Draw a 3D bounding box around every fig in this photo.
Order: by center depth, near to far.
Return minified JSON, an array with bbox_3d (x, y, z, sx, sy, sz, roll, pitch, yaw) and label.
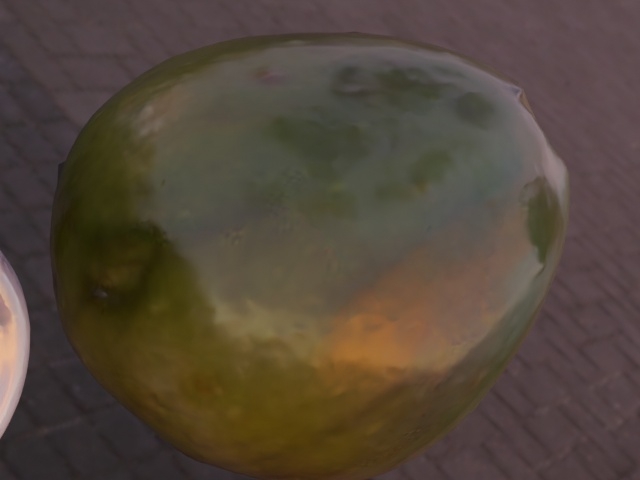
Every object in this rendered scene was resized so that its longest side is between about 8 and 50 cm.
[{"bbox_3d":[0.000,0.000,0.567,0.181,0.191,0.181,60,0,1],"label":"fig"}]

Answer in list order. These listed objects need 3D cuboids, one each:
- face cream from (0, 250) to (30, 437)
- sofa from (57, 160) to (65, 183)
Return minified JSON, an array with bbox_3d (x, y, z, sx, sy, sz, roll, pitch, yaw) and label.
[{"bbox_3d":[-0.216,-0.010,0.474,0.311,0.092,0.092,24,12,40],"label":"face cream"},{"bbox_3d":[-0.065,-0.016,0.827,0.147,0.085,0.060,3,81,-31],"label":"sofa"}]
